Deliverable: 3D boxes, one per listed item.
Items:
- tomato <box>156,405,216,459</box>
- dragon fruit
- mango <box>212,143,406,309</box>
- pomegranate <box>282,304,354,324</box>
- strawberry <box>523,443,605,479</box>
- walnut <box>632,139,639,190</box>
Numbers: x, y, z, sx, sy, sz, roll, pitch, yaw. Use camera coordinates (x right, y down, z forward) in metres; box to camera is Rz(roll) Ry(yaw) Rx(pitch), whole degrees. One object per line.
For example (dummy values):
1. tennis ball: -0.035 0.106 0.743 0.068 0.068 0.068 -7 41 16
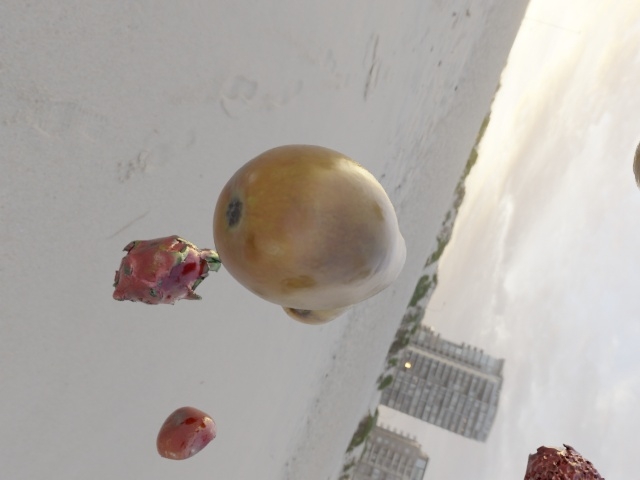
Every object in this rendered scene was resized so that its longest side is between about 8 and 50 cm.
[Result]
1. tomato: -0.351 0.479 1.308 0.156 0.155 0.069 -62 144 -57
2. dragon fruit: -0.379 0.085 1.292 0.200 0.198 0.269 -40 156 14
3. mango: 0.000 0.000 0.637 0.317 0.211 0.173 34 42 -58
4. pomegranate: 0.000 0.072 1.263 0.260 0.260 0.261 20 90 -84
5. strawberry: 0.503 0.524 1.027 0.201 0.184 0.187 -1 109 -81
6. walnut: 0.543 -0.131 0.726 0.207 0.159 0.159 -65 177 26
